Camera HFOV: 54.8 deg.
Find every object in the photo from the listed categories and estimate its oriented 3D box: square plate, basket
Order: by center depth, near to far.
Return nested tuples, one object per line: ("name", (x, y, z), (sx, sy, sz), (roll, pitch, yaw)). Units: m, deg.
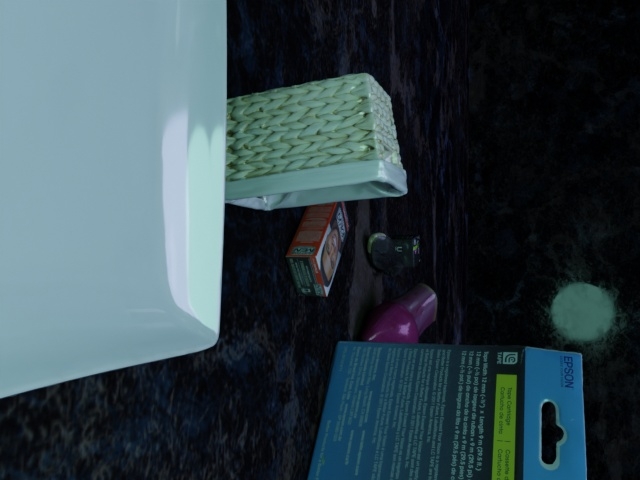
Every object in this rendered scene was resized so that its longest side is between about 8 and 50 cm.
("square plate", (-0.153, -0.092, 0.359), (0.344, 0.049, 0.347), (7, 83, -71))
("basket", (-0.007, -0.092, 0.611), (0.113, 0.167, 0.103), (7, 79, -71))

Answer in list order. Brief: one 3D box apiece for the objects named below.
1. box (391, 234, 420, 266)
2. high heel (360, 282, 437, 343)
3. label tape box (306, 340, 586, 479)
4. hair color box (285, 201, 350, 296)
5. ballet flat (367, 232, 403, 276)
("box", (0.184, 0.022, 1.338), (0.083, 0.052, 0.062), (-24, 112, -71))
("high heel", (0.136, 0.264, 1.181), (0.181, 0.127, 0.377), (-31, 128, -35))
("label tape box", (0.173, 0.273, 0.843), (0.115, 0.348, 0.249), (67, 30, -45))
("hair color box", (0.000, 0.000, 0.813), (0.141, 0.043, 0.072), (-69, 153, -45))
("ballet flat", (0.116, 0.025, 1.171), (0.057, 0.049, 0.173), (-42, 152, 0))
